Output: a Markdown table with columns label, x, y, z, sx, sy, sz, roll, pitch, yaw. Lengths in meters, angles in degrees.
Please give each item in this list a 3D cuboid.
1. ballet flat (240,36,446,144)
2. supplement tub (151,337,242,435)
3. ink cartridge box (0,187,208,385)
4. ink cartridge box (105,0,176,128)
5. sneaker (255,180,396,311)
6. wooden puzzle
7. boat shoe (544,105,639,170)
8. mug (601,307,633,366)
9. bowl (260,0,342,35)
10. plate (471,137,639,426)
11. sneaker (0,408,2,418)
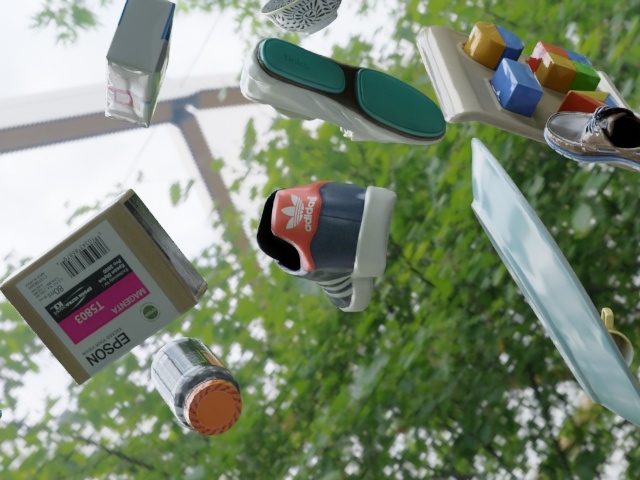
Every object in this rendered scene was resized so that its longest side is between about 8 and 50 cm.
| label | x | y | z | sx | sy | sz | roll | pitch | yaw |
| --- | --- | --- | --- | --- | --- | --- | --- | --- | --- |
| ballet flat | 0.035 | -0.251 | 1.831 | 0.400 | 0.139 | 0.139 | 17 | -71 | -23 |
| supplement tub | -0.205 | 0.245 | 1.691 | 0.117 | 0.190 | 0.117 | -7 | -72 | -22 |
| ink cartridge box | -0.317 | 0.069 | 1.489 | 0.234 | 0.193 | 0.088 | -35 | 10 | 12 |
| ink cartridge box | -0.188 | -0.186 | 1.052 | 0.122 | 0.052 | 0.089 | 122 | 163 | -66 |
| sneaker | 0.000 | 0.000 | 1.211 | 0.350 | 0.148 | 0.131 | 98 | -178 | -75 |
| wooden puzzle | 0.349 | -0.253 | 1.632 | 0.322 | 0.347 | 0.081 | -97 | 23 | -54 |
| boat shoe | 0.354 | -0.132 | 1.223 | 0.066 | 0.183 | 0.066 | -61 | -35 | -18 |
| mug | 0.384 | 0.136 | 1.346 | 0.078 | 0.062 | 0.064 | -59 | -2 | 14 |
| bowl | -0.017 | -0.429 | 1.854 | 0.170 | 0.170 | 0.080 | -45 | -63 | -26 |
| plate | 0.125 | 0.029 | 0.553 | 0.024 | 0.188 | 0.188 | -31 | -22 | 8 |
| sneaker | -0.613 | 0.267 | 1.669 | 0.076 | 0.166 | 0.065 | -51 | 10 | -1 |
